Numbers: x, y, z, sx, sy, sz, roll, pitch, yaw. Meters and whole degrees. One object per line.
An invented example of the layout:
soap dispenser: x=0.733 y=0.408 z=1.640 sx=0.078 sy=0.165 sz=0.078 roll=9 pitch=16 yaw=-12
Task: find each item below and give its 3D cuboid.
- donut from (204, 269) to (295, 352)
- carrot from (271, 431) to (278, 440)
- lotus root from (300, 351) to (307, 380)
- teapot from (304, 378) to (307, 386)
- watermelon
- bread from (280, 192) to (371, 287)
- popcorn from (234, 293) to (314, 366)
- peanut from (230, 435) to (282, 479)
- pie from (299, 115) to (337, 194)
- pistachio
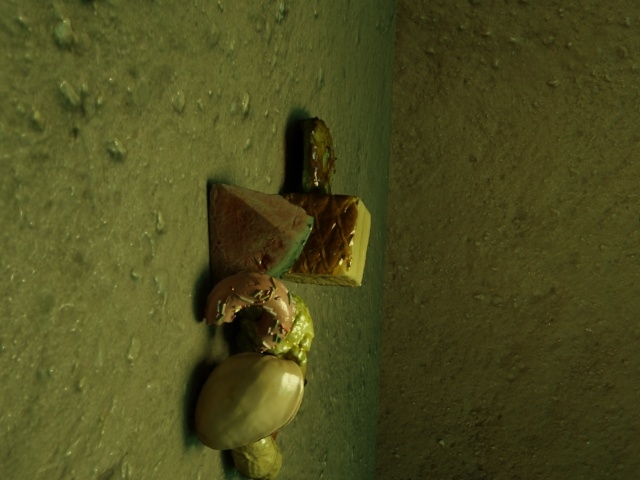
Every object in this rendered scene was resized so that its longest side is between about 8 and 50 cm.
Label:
donut: x=-0.167 y=0.178 z=1.564 sx=0.199 sy=0.233 sz=0.085 roll=-53 pitch=-159 yaw=18
carrot: x=-0.179 y=0.662 z=2.038 sx=0.069 sy=0.069 sz=0.335 roll=8 pitch=95 yaw=-73
lotus root: x=-0.121 y=0.370 z=1.945 sx=0.182 sy=0.183 sz=0.309 roll=74 pitch=22 yaw=-51
teapot: x=-0.098 y=0.511 z=2.224 sx=0.076 sy=0.068 sz=0.121 roll=-27 pitch=147 yaw=-43
watermelon: x=-0.177 y=0.006 z=1.595 sx=0.293 sy=0.283 sz=0.250 roll=20 pitch=60 yaw=-46
bread: x=0.000 y=0.000 z=1.991 sx=0.207 sy=0.279 sz=0.278 roll=48 pitch=51 yaw=-67
popcorn: x=-0.133 y=0.258 z=1.762 sx=0.212 sy=0.259 sz=0.259 roll=33 pitch=55 yaw=-24
peanut: x=-0.192 y=0.646 z=1.859 sx=0.318 sy=0.148 sz=0.147 roll=82 pitch=22 yaw=-51
pie: x=-0.012 y=-0.271 z=2.095 sx=0.355 sy=0.103 sz=0.288 roll=23 pitch=65 yaw=-78
pistachio: x=-0.182 y=0.408 z=1.598 sx=0.309 sy=0.230 sz=0.230 roll=-43 pitch=162 yaw=5
